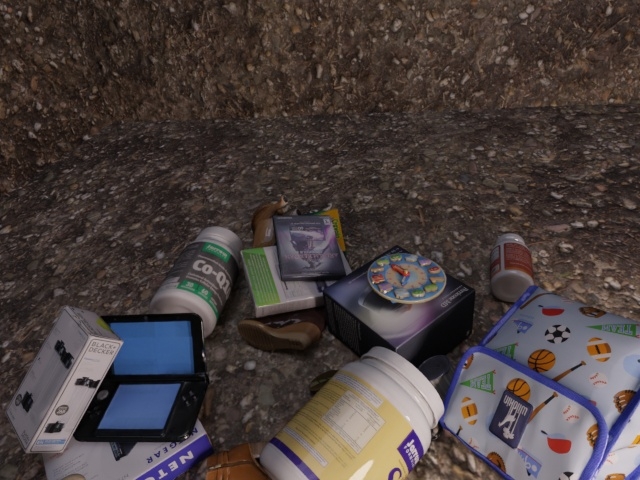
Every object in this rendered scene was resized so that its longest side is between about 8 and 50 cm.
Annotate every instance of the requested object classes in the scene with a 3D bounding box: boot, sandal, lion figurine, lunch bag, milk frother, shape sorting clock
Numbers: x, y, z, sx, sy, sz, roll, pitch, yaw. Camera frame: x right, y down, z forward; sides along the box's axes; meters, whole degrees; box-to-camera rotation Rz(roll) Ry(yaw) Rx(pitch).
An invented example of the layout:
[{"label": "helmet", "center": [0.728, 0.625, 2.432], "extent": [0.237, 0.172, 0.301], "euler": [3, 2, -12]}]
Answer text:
[{"label": "boot", "center": [-0.173, 0.530, 1.008], "extent": [0.152, 0.073, 0.197], "euler": [-12, 24, -4]}, {"label": "boot", "center": [-0.099, 0.242, 1.407], "extent": [0.248, 0.090, 0.207], "euler": [7, 26, 23]}, {"label": "sandal", "center": [0.057, 0.362, 1.202], "extent": [0.180, 0.049, 0.072], "euler": [-19, 10, 6]}, {"label": "lion figurine", "center": [-0.192, -0.008, 1.700], "extent": [0.240, 0.142, 0.392], "euler": [-31, 30, 34]}, {"label": "lunch bag", "center": [0.469, 0.309, 0.930], "extent": [0.385, 0.239, 0.328], "euler": [-41, 29, -15]}, {"label": "milk frother", "center": [0.263, 0.366, 1.080], "extent": [0.129, 0.134, 0.143], "euler": [-21, 18, 42]}, {"label": "shape sorting clock", "center": [0.227, 0.094, 1.240], "extent": [0.206, 0.040, 0.206], "euler": [-5, 35, 4]}]

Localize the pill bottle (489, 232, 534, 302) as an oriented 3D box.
[{"label": "pill bottle", "center": [0.581, 0.076, 1.430], "extent": [0.121, 0.121, 0.216], "euler": [4, 37, 18]}]

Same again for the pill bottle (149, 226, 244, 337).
[{"label": "pill bottle", "center": [-0.379, 0.124, 1.506], "extent": [0.204, 0.204, 0.361], "euler": [-1, 36, 11]}]

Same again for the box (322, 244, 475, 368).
[{"label": "box", "center": [0.215, 0.196, 1.294], "extent": [0.296, 0.182, 0.294], "euler": [-30, 41, -26]}]

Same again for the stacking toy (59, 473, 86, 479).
[{"label": "stacking toy", "center": [-0.393, 0.594, 0.867], "extent": [0.330, 0.141, 0.141], "euler": [34, 48, 12]}]

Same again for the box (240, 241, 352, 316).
[{"label": "box", "center": [-0.067, 0.105, 1.439], "extent": [0.322, 0.058, 0.232], "euler": [-6, 46, -18]}]

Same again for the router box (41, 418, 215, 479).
[{"label": "router box", "center": [-0.472, 0.479, 1.132], "extent": [0.335, 0.082, 0.301], "euler": [-28, 39, -25]}]

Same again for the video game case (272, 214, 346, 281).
[{"label": "video game case", "center": [-0.041, 0.017, 1.477], "extent": [0.196, 0.026, 0.274], "euler": [-1, 43, -12]}]

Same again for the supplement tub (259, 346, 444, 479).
[{"label": "supplement tub", "center": [0.070, 0.403, 0.950], "extent": [0.331, 0.241, 0.241], "euler": [-40, 45, -24]}]

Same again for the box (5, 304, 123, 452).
[{"label": "box", "center": [-0.602, 0.320, 1.099], "extent": [0.169, 0.087, 0.290], "euler": [23, 85, 39]}]

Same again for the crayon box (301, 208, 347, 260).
[{"label": "crayon box", "center": [0.000, 0.000, 1.700], "extent": [0.165, 0.081, 0.278], "euler": [-9, 35, 1]}]

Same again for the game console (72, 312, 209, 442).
[{"label": "game console", "center": [-0.434, 0.324, 1.120], "extent": [0.293, 0.173, 0.250], "euler": [-4, 35, 8]}]
